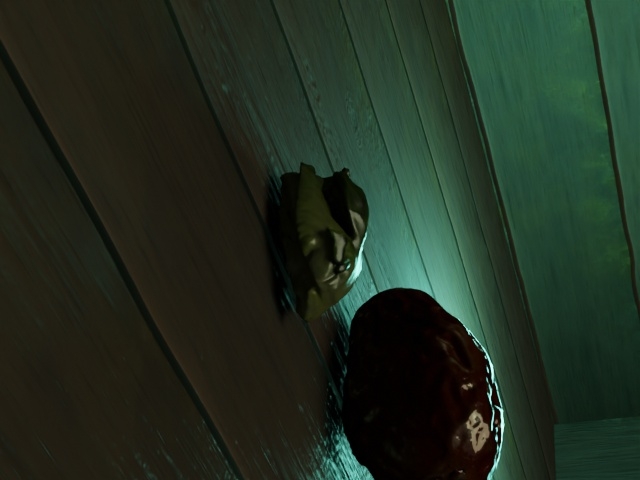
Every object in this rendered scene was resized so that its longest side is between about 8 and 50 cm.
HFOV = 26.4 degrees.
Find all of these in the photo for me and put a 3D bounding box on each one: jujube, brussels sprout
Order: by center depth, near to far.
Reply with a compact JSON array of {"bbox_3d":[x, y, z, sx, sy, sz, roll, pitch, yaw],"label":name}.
[{"bbox_3d":[0.003,0.001,1.473,0.139,0.100,0.181,94,-14,-52],"label":"brussels sprout"},{"bbox_3d":[0.116,0.185,1.632,0.290,0.197,0.197,-104,175,-46],"label":"jujube"}]
